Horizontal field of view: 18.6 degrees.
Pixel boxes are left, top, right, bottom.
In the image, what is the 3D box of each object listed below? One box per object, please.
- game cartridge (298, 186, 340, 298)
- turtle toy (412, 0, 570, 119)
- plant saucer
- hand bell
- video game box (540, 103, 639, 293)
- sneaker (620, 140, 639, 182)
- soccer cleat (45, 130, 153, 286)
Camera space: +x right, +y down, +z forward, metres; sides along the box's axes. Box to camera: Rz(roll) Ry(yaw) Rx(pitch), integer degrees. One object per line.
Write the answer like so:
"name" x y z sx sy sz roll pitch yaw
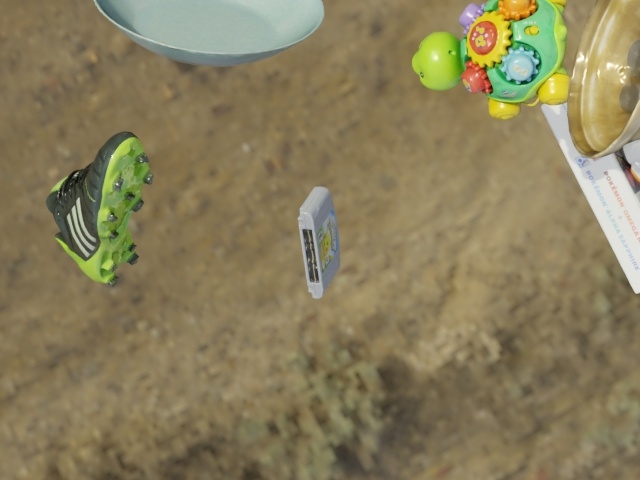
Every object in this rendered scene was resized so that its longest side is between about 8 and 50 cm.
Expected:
"game cartridge" 0.000 0.000 1.648 0.017 0.056 0.083 1 120 16
"turtle toy" 0.128 -0.140 1.442 0.066 0.095 0.130 10 163 -44
"plant saucer" -0.095 -0.187 1.632 0.195 0.195 0.037 -9 127 -26
"hand bell" 0.292 -0.084 1.240 0.242 0.126 0.126 14 129 -15
"video game box" 0.284 -0.064 1.769 0.048 0.187 0.205 -24 -178 25
"sneaker" 0.348 -0.163 1.715 0.121 0.262 0.099 -11 145 39
"soccer cleat" -0.167 -0.029 1.438 0.060 0.072 0.179 -47 167 -30
